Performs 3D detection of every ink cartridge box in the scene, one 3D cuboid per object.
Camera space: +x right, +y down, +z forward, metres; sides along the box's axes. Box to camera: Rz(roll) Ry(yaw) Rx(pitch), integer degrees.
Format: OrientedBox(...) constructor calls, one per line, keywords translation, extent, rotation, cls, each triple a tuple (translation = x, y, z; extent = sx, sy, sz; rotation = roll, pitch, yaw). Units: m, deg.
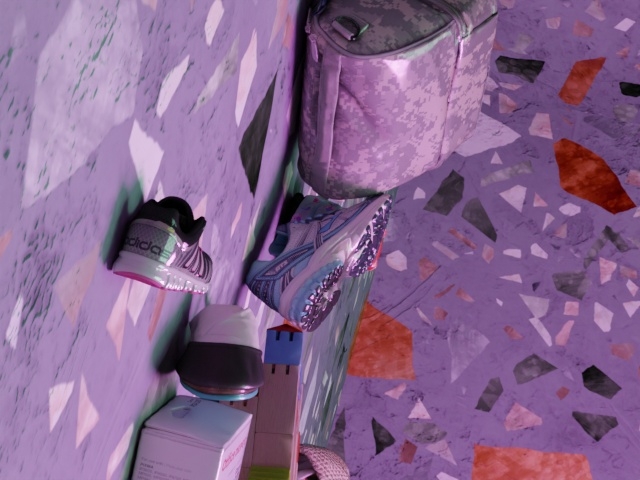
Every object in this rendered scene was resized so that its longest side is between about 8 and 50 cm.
OrientedBox(translation=(-0.148, 0.288, 1.338), extent=(0.158, 0.092, 0.217), rotation=(-35, 136, -80), cls="ink cartridge box")

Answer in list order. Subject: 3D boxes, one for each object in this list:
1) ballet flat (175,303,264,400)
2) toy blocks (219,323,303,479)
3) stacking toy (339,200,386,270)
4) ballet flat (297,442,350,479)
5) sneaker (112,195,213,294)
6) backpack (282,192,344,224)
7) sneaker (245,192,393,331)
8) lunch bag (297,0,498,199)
OrientedBox(translation=(-0.108, 0.118, 1.387), extent=(0.280, 0.095, 0.096), rotation=(148, -54, -85), cls="ballet flat")
OrientedBox(translation=(-0.079, 0.282, 1.674), extent=(0.381, 0.191, 0.261), rotation=(93, 2, -56), cls="toy blocks")
OrientedBox(translation=(0.072, -0.064, 2.294), extent=(0.279, 0.130, 0.309), rotation=(81, 24, -73), cls="stacking toy")
OrientedBox(translation=(-0.065, 0.565, 2.083), extent=(0.182, 0.164, 0.482), rotation=(38, 57, -53), cls="ballet flat")
OrientedBox(translation=(-0.123, 0.001, 1.078), extent=(0.170, 0.063, 0.074), rotation=(14, 96, -79), cls="sneaker")
OrientedBox(translation=(0.000, 0.000, 1.895), extent=(0.182, 0.115, 0.152), rotation=(73, 34, -72), cls="backpack")
OrientedBox(translation=(0.002, 0.000, 1.721), extent=(0.283, 0.122, 0.110), rotation=(-45, 155, -47), cls="sneaker")
OrientedBox(translation=(0.081, -0.221, 1.721), extent=(0.256, 0.212, 0.305), rotation=(-42, 154, -35), cls="lunch bag")
